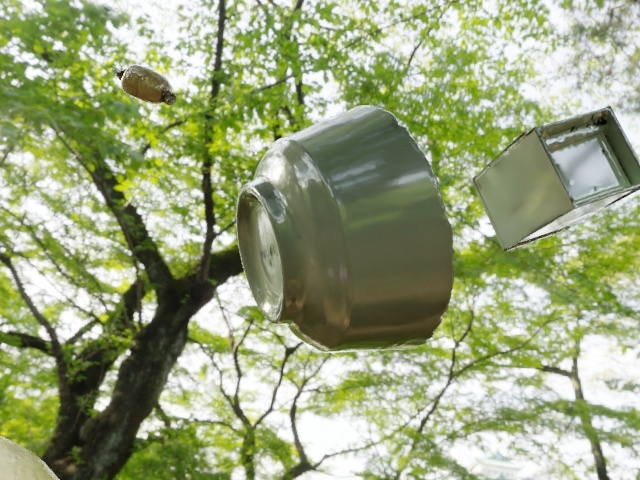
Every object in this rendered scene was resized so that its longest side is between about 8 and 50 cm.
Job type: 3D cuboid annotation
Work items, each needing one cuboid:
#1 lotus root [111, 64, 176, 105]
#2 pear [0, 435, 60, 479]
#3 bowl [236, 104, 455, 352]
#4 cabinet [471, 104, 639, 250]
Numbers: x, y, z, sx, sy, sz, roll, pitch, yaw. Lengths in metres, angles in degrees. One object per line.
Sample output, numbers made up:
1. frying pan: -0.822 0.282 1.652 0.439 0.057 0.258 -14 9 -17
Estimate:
1. lotus root: -0.354 -0.316 1.081 0.151 0.072 0.063 24 -37 10
2. pear: -0.441 0.388 0.592 0.347 0.349 0.348 8 -29 5
3. bowl: 0.000 0.000 0.441 0.112 0.212 0.211 -11 -22 -23
4. cabinet: 0.377 -0.099 0.880 0.144 0.150 0.206 -17 -14 -15
